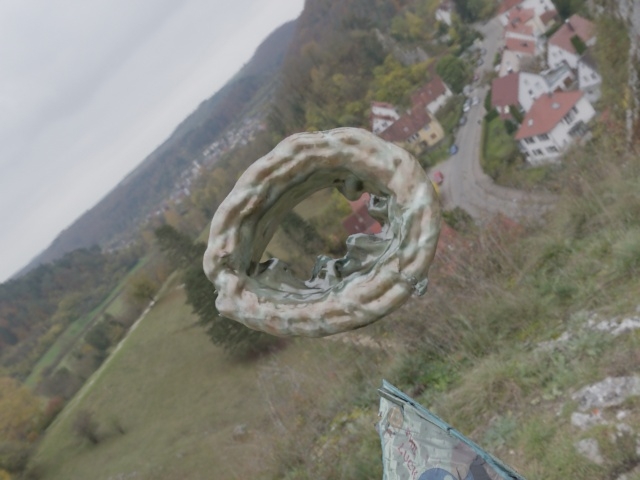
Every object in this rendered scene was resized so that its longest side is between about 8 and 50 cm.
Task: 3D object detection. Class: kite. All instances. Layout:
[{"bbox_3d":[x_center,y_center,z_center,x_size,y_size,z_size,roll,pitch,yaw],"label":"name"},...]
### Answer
[{"bbox_3d":[0.086,0.307,0.596,0.368,0.014,0.405,-52,27,42],"label":"kite"}]

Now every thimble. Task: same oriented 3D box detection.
[{"bbox_3d":[0.003,-0.007,0.603,0.229,0.195,0.148,-13,-2,3],"label":"thimble"}]
